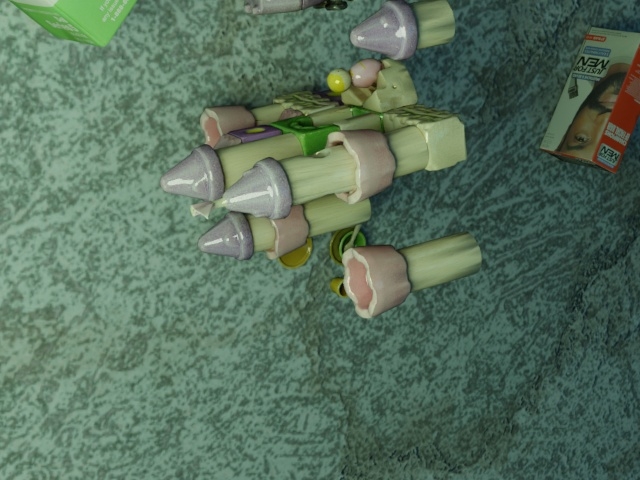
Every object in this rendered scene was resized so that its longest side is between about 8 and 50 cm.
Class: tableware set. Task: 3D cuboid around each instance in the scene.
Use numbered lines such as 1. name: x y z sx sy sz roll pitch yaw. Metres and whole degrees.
1. tableware set: 0.000 0.000 1.403 0.104 0.024 0.154 -44 125 -17

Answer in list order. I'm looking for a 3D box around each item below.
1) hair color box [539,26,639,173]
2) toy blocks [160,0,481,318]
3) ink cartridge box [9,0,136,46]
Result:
1. hair color box: 0.347 -0.174 1.561 0.053 0.093 0.167 21 90 -37
2. toy blocks: -0.040 -0.099 1.184 0.260 0.288 0.309 -15 109 -22
3. ink cartridge box: -0.250 -0.324 1.064 0.273 0.115 0.198 38 81 -37
